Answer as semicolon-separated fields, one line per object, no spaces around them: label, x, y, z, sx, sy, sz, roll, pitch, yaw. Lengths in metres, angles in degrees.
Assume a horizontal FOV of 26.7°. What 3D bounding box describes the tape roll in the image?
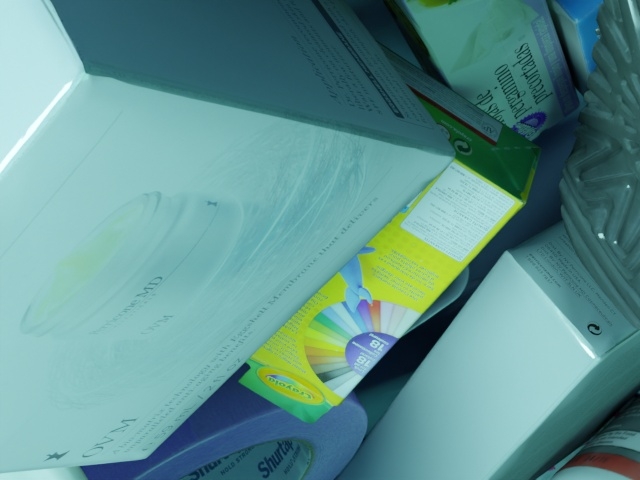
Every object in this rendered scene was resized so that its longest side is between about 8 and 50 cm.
tape roll;-0.106;0.158;0.934;0.275;0.090;0.275;-27;154;-14

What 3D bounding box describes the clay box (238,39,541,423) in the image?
clay box;0.000;0.000;0.713;0.222;0.127;0.053;-51;-171;43

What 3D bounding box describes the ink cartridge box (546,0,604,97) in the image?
ink cartridge box;0.212;-0.180;0.705;0.231;0.078;0.134;-36;157;5

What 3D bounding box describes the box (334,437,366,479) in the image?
box;-0.009;0.262;1.225;0.153;0.108;0.207;-40;156;13

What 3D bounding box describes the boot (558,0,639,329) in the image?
boot;0.351;-0.145;0.660;0.445;0.146;0.367;-27;167;-11

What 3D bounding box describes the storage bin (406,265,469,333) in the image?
storage bin;0.011;0.019;0.833;0.135;0.098;0.091;-35;-176;1

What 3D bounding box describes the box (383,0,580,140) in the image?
box;0.059;-0.127;0.631;0.063;0.067;0.324;-35;157;5

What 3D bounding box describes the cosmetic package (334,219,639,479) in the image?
cosmetic package;0.179;0.094;1.023;0.284;0.097;0.377;-24;157;-36

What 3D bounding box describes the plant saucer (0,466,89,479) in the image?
plant saucer;-0.285;0.219;0.620;0.400;0.400;0.100;-22;-165;-23

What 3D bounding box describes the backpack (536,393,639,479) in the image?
backpack;0.217;0.242;1.342;0.225;0.191;0.253;-19;-168;-28

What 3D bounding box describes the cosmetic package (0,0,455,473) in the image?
cosmetic package;-0.108;-0.020;0.541;0.224;0.138;0.225;-45;152;24

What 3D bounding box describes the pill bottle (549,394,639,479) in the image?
pill bottle;0.373;0.189;1.169;0.363;0.210;0.210;-36;160;-29
